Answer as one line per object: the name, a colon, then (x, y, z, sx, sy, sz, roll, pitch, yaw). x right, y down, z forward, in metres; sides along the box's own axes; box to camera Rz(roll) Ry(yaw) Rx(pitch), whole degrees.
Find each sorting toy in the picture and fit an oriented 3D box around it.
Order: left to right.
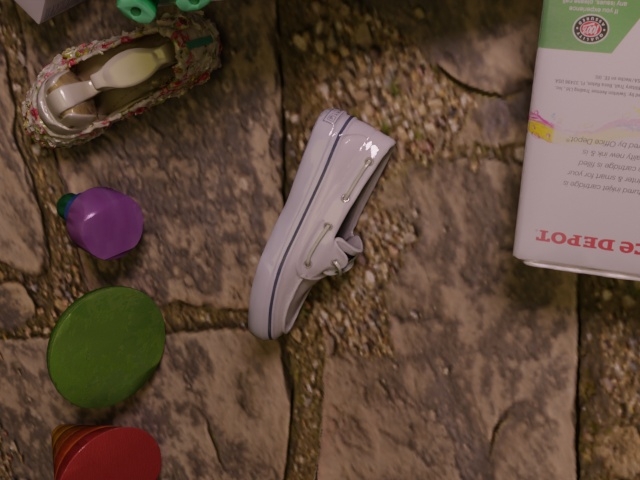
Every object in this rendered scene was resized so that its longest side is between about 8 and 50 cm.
sorting toy: (-0.247, 0.116, 0.892, 0.126, 0.127, 0.366, 21, 113, 44)

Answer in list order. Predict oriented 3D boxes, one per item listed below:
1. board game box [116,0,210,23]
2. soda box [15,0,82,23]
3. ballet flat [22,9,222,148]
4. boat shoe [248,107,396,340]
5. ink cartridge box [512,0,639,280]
board game box: (0.029, -0.304, 0.463, 0.389, 0.050, 0.390, -5, 137, 3)
soda box: (-0.215, -0.284, 0.701, 0.074, 0.069, 0.216, 44, 141, 2)
ballet flat: (-0.200, -0.146, 0.784, 0.241, 0.077, 0.091, -22, 100, 25)
boat shoe: (0.000, 0.000, 0.757, 0.075, 0.083, 0.226, 24, 113, 12)
ink cartridge box: (0.237, -0.083, 0.643, 0.154, 0.093, 0.213, 8, 108, 17)
